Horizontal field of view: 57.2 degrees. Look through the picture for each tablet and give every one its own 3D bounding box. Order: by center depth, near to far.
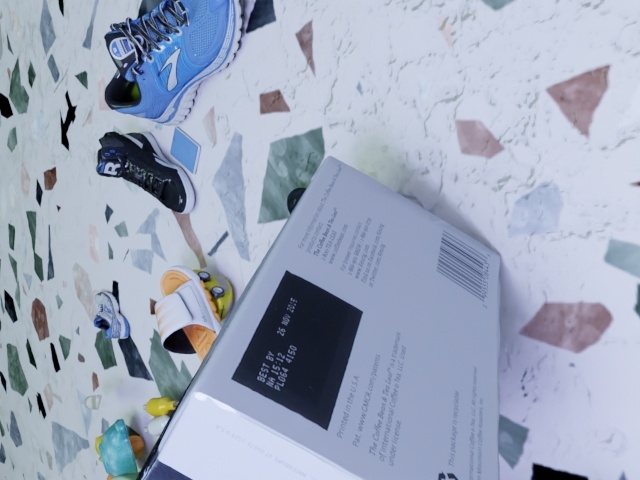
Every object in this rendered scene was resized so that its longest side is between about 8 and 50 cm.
[{"bbox_3d":[-0.234,-0.155,1.013,0.083,0.006,0.054,39,123,34],"label":"tablet"}]

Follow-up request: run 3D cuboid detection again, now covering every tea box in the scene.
[{"bbox_3d":[-0.011,0.158,0.561,0.220,0.329,0.323,31,127,-4],"label":"tea box"}]

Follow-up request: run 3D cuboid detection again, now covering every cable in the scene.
[{"bbox_3d":[-0.229,0.313,1.047,0.287,0.072,0.139,-40,74,42],"label":"cable"}]

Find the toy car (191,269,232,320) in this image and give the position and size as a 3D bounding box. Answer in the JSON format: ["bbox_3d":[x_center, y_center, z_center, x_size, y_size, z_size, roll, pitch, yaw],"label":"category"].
[{"bbox_3d":[-0.109,0.127,0.900,0.225,0.053,0.239,-32,74,44],"label":"toy car"}]

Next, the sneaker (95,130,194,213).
[{"bbox_3d":[-0.321,-0.113,1.028,0.217,0.121,0.079,46,128,31],"label":"sneaker"}]

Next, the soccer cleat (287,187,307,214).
[{"bbox_3d":[0.000,0.000,0.745,0.179,0.072,0.060,54,131,25],"label":"soccer cleat"}]

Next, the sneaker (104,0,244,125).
[{"bbox_3d":[-0.234,-0.290,0.885,0.330,0.147,0.130,-43,66,41],"label":"sneaker"}]

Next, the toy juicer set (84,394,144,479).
[{"bbox_3d":[-0.445,0.449,1.299,0.209,0.089,0.329,11,114,58],"label":"toy juicer set"}]

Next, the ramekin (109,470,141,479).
[{"bbox_3d":[-0.267,0.554,1.075,0.303,0.148,0.303,11,105,46],"label":"ramekin"}]

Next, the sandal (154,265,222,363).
[{"bbox_3d":[-0.197,0.148,0.899,0.265,0.076,0.102,53,131,25],"label":"sandal"}]

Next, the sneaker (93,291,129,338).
[{"bbox_3d":[-0.470,0.163,1.284,0.135,0.058,0.052,45,127,32],"label":"sneaker"}]
